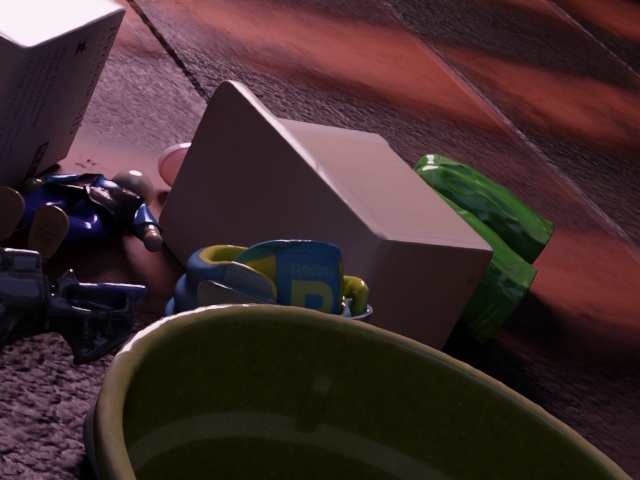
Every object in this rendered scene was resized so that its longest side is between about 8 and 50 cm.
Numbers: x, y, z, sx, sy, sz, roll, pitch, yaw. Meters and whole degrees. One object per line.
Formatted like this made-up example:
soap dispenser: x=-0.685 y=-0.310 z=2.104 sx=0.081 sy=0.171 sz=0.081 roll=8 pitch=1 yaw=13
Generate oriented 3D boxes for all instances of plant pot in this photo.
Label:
plant pot: x=-0.008 y=0.209 z=0.676 sx=0.276 sy=0.254 sz=0.276 roll=22 pitch=23 yaw=-10

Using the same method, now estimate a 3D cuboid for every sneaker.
sneaker: x=-0.074 y=-0.040 z=1.381 sx=0.134 sy=0.051 sz=0.070 roll=23 pitch=18 yaw=-20
sneaker: x=-0.019 y=0.121 z=0.904 sx=0.127 sy=0.208 sz=0.319 roll=7 pitch=30 yaw=-41

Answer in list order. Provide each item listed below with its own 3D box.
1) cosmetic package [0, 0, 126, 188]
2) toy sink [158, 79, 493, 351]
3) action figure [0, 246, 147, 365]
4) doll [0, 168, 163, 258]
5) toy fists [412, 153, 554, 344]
cosmetic package: x=-0.274 y=-0.137 z=1.248 sx=0.151 sy=0.151 sz=0.183 roll=30 pitch=25 yaw=7
toy sink: x=0.000 y=0.000 z=1.252 sx=0.131 sy=0.153 sz=0.234 roll=5 pitch=30 yaw=-41
action figure: x=-0.232 y=0.037 z=0.870 sx=0.341 sy=0.178 sz=0.330 roll=-2 pitch=54 yaw=-26
doll: x=-0.179 y=-0.023 z=1.243 sx=0.129 sy=0.046 sz=0.189 roll=22 pitch=15 yaw=13
toy fists: x=0.121 y=0.001 z=1.454 sx=0.142 sy=0.096 sz=0.279 roll=38 pitch=22 yaw=2
